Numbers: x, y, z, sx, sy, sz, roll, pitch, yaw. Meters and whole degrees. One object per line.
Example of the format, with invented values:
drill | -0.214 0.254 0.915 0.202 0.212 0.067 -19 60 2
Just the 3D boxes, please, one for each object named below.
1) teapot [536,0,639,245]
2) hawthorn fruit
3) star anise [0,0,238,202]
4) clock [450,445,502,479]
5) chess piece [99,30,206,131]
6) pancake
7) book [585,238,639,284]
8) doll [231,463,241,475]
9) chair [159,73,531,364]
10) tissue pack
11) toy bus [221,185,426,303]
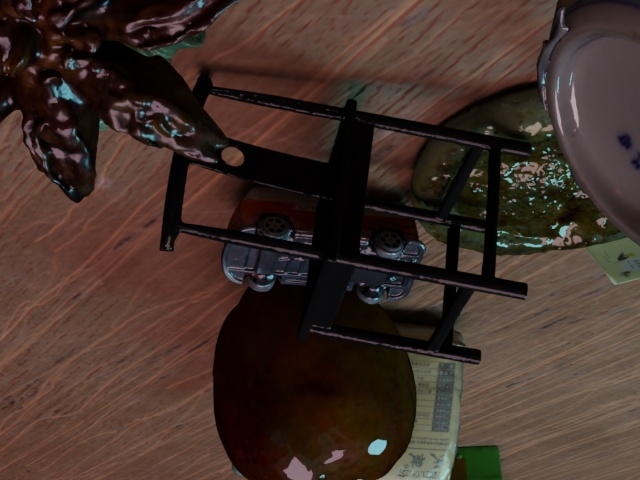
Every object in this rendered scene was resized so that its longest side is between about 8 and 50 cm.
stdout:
teapot | 0.278 -0.114 0.629 0.280 0.252 0.424 -31 175 -19
hawthorn fruit | -0.021 0.118 1.054 0.208 0.248 0.208 -25 180 0
star anise | -0.171 -0.135 0.688 0.288 0.088 0.288 3 132 4
clock | 0.178 0.413 1.730 0.219 0.106 0.255 -5 152 10
chess piece | -0.124 -0.131 0.769 0.149 0.059 0.059 -29 141 35
pancake | 0.193 -0.047 0.938 0.253 0.037 0.253 0 152 0
book | 0.303 0.011 1.068 0.077 0.014 0.111 -15 148 27
doll | -0.059 0.225 1.324 0.059 0.159 0.158 13 148 -19
chair | 0.015 -0.012 0.841 0.260 0.155 0.141 11 148 -4
tissue pack | 0.044 0.181 1.215 0.222 0.186 0.090 4 -174 -11
toy bus | 0.000 0.000 0.980 0.174 0.077 0.079 7 136 -10
